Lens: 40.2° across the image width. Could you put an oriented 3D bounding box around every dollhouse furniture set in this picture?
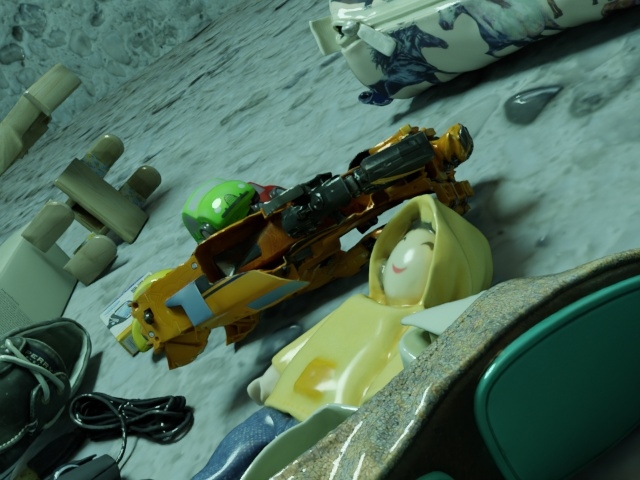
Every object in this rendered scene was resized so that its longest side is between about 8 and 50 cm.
[{"bbox_3d":[-0.344,-0.105,1.264,0.161,0.242,0.212,-41,18,29],"label":"dollhouse furniture set"}]

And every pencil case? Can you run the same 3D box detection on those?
[{"bbox_3d":[0.189,-0.262,0.873,0.410,0.159,0.183,-13,16,45],"label":"pencil case"}]

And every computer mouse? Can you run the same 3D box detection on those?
[{"bbox_3d":[-0.239,0.216,0.729,0.184,0.060,0.262,-8,36,49],"label":"computer mouse"}]

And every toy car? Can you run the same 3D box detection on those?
[{"bbox_3d":[-0.106,-0.009,0.853,0.239,0.053,0.225,-48,-4,-23],"label":"toy car"}]

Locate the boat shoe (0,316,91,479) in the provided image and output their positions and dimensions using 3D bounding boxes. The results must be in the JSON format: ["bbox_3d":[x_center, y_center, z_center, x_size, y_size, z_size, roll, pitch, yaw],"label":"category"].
[{"bbox_3d":[-0.305,0.139,0.840,0.119,0.121,0.335,-44,11,5],"label":"boat shoe"}]

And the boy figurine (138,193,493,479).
[{"bbox_3d":[0.016,0.090,0.551,0.285,0.092,0.177,-47,21,-13],"label":"boy figurine"}]

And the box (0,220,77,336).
[{"bbox_3d":[-0.423,0.090,1.192,0.094,0.113,0.275,-34,21,13],"label":"box"}]

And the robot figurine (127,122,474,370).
[{"bbox_3d":[0.000,0.000,0.706,0.291,0.085,0.211,-29,-5,20],"label":"robot figurine"}]

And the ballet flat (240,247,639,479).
[{"bbox_3d":[0.051,0.090,0.420,0.316,0.107,0.106,-33,31,-20],"label":"ballet flat"}]

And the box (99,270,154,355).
[{"bbox_3d":[-0.204,0.079,0.990,0.081,0.028,0.136,-43,20,-12],"label":"box"}]
